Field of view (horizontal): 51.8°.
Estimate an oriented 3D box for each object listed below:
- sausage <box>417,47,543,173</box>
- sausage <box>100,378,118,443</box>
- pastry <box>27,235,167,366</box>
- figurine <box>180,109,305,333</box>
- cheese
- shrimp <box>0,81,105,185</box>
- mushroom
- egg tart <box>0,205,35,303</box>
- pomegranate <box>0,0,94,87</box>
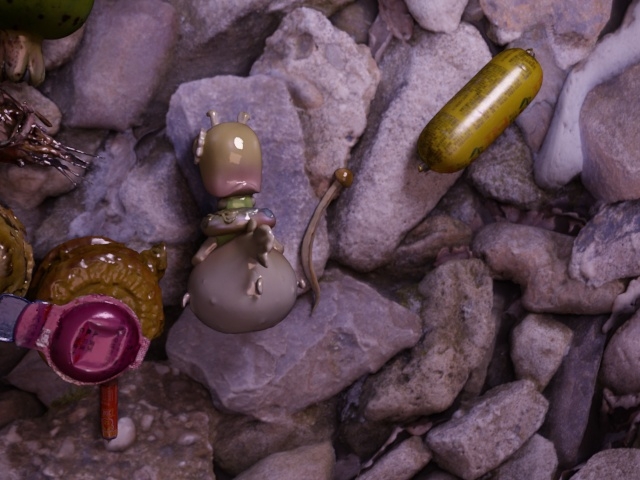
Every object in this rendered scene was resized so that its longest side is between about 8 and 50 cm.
[{"bbox_3d":[0.322,-0.258,1.334,0.347,0.123,0.123,-45,118,-5],"label":"sausage"},{"bbox_3d":[-0.402,0.327,1.254,0.034,0.034,0.130,-1,106,-23],"label":"sausage"},{"bbox_3d":[-0.381,0.120,1.142,0.235,0.132,0.240,5,105,-24],"label":"pastry"},{"bbox_3d":[-0.134,-0.034,1.149,0.226,0.274,0.395,-6,90,-25],"label":"figurine"},{"bbox_3d":[-0.392,0.150,1.043,0.244,0.062,0.155,21,91,-28],"label":"cheese"},{"bbox_3d":[-0.492,-0.183,1.009,0.343,0.116,0.145,27,118,-31],"label":"shrimp"},{"bbox_3d":[0.000,0.000,1.328,0.068,0.043,0.307,16,102,-2],"label":"mushroom"},{"bbox_3d":[-0.603,0.048,1.045,0.278,0.095,0.279,-7,109,-20],"label":"egg tart"},{"bbox_3d":[-0.428,-0.347,0.941,0.202,0.202,0.248,6,100,-25],"label":"pomegranate"}]
